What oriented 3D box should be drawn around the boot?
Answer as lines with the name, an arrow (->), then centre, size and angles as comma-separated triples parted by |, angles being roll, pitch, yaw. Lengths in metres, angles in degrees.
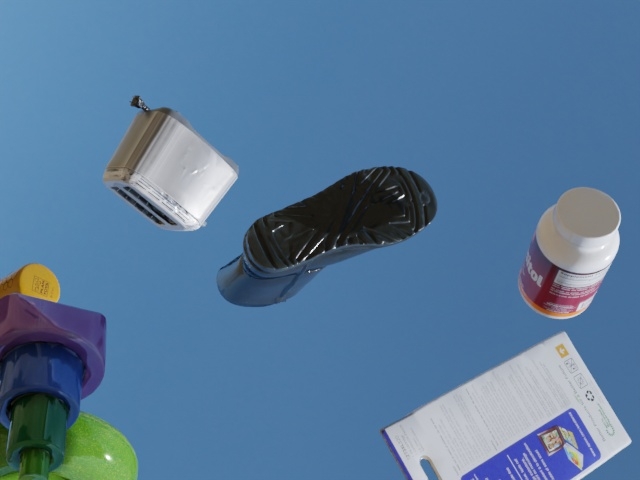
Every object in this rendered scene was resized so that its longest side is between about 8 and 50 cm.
boot -> 0.000, 0.000, 1.231 | 0.094, 0.247, 0.207 | 67, -19, 8

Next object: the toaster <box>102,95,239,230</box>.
toaster -> -0.254, -0.116, 1.653 | 0.129, 0.227, 0.146 | 3, -122, 49

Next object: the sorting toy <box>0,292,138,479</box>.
sorting toy -> -0.179, 0.200, 0.607 | 0.126, 0.127, 0.365 | -100, -159, -47

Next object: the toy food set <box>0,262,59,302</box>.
toy food set -> -0.257, 0.131, 0.735 | 0.105, 0.111, 0.232 | -26, -146, 33

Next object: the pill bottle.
pill bottle -> 0.265, 0.013, 1.064 | 0.152, 0.086, 0.086 | 94, -22, -56

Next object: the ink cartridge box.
ink cartridge box -> 0.231, 0.255, 1.268 | 0.069, 0.371, 0.175 | -42, -108, 46
